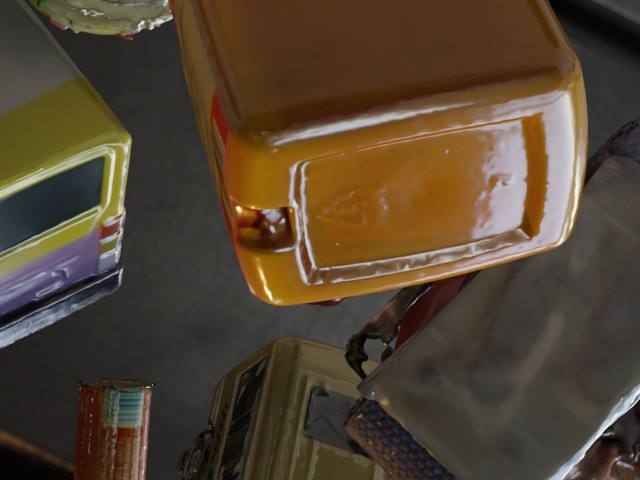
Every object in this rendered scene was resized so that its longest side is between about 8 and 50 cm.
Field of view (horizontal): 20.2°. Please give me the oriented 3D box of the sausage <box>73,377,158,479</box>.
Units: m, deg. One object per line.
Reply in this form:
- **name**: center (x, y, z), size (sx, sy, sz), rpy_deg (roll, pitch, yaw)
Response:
- **sausage**: center (-0.209, 0.265, 1.749), size (0.083, 0.264, 0.083), rpy_deg (5, -176, 0)

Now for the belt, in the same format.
- **belt**: center (0.114, 0.039, 0.912), size (0.126, 0.230, 0.139), rpy_deg (45, -170, 7)

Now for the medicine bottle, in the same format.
- **medicine bottle**: center (0.014, -0.089, 0.785), size (0.149, 0.112, 0.222), rpy_deg (-11, -135, -7)

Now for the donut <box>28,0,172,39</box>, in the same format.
- **donut**: center (-0.160, -0.227, 1.320), size (0.174, 0.175, 0.068), rpy_deg (24, 155, -15)

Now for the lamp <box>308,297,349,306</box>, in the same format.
- **lamp**: center (0.000, 0.000, 1.370), size (0.101, 0.101, 0.090), rpy_deg (32, -165, 24)

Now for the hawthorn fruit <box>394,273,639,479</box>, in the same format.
- **hawthorn fruit**: center (0.152, 0.103, 1.279), size (0.242, 0.242, 0.271), rpy_deg (22, 177, -25)

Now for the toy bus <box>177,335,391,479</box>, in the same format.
- **toy bus**: center (-0.030, 0.274, 1.470), size (0.177, 0.365, 0.202), rpy_deg (20, 150, -16)

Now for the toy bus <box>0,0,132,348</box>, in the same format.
- **toy bus**: center (-0.346, -0.135, 1.380), size (0.209, 0.249, 0.440), rpy_deg (-27, -116, -26)
